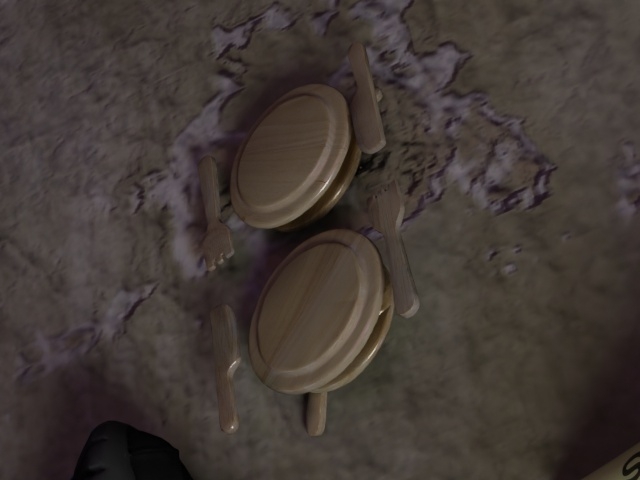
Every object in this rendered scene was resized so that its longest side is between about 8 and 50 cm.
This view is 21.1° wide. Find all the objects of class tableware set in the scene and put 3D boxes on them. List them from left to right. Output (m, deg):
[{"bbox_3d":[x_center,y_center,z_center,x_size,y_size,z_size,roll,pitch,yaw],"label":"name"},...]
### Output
[{"bbox_3d":[0.000,0.000,0.879,0.128,0.039,0.194,-35,43,27],"label":"tableware set"}]

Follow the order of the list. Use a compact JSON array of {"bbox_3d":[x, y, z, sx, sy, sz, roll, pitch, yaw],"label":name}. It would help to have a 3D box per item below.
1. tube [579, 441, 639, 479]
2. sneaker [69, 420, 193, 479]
[{"bbox_3d":[0.171,0.086,0.661,0.240,0.062,0.070,-47,0,40],"label":"tube"},{"bbox_3d":[-0.040,0.201,0.743,0.341,0.140,0.125,-120,41,-56],"label":"sneaker"}]
